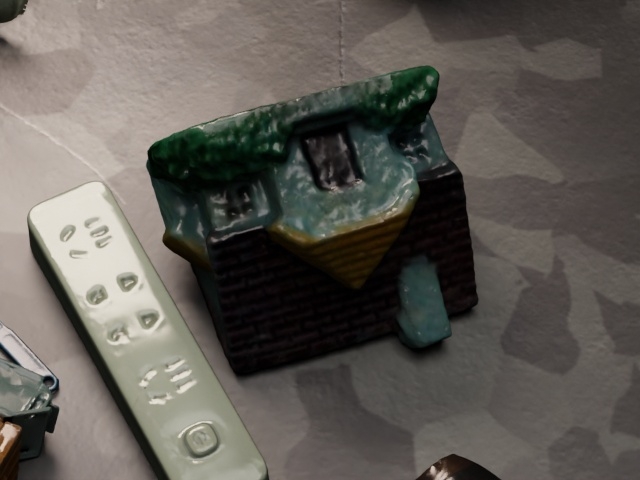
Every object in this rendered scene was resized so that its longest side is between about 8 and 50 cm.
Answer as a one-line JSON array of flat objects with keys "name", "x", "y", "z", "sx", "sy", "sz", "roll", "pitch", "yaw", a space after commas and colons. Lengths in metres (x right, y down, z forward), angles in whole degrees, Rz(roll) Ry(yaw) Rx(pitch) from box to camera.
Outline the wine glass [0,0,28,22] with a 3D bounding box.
[{"name": "wine glass", "x": -0.429, "y": -0.169, "z": 1.866, "sx": 0.143, "sy": 0.143, "sz": 0.321, "roll": 27, "pitch": 61, "yaw": 12}]

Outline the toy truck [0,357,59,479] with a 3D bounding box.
[{"name": "toy truck", "x": -0.416, "y": 0.142, "z": 1.687, "sx": 0.338, "sy": 0.133, "sz": 0.184, "roll": 23, "pitch": 50, "yaw": 6}]

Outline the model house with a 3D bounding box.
[{"name": "model house", "x": 0.000, "y": 0.000, "z": 1.775, "sx": 0.280, "sy": 0.230, "sz": 0.249, "roll": -16, "pitch": 86, "yaw": -11}]

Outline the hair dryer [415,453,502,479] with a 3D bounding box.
[{"name": "hair dryer", "x": 0.085, "y": 0.384, "z": 1.619, "sx": 0.359, "sy": 0.120, "sz": 0.304, "roll": -32, "pitch": 80, "yaw": -10}]

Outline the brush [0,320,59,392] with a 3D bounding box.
[{"name": "brush", "x": -0.304, "y": 0.086, "z": 1.794, "sx": 0.051, "sy": 0.014, "sz": 0.164, "roll": -39, "pitch": 70, "yaw": -23}]

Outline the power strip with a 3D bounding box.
[{"name": "power strip", "x": -0.159, "y": 0.111, "z": 1.762, "sx": 0.091, "sy": 0.062, "sz": 0.385, "roll": -25, "pitch": 63, "yaw": -15}]
